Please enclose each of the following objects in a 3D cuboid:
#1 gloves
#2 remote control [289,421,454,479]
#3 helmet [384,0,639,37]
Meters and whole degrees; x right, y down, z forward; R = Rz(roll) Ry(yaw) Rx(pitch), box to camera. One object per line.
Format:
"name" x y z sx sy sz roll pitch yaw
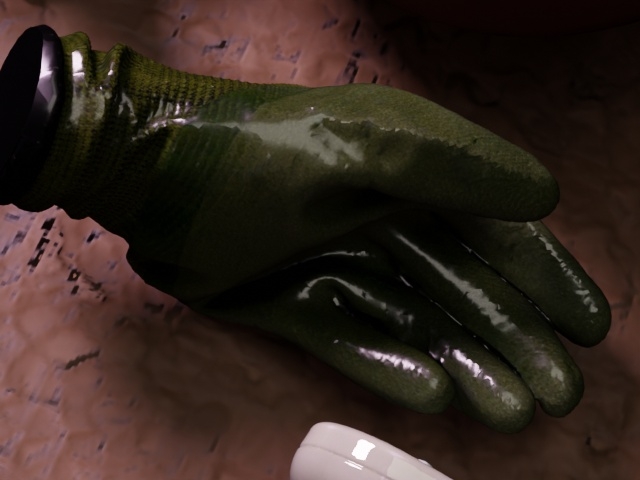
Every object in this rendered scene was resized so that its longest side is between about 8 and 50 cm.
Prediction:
"gloves" -0.003 -0.010 0.656 0.268 0.135 0.107 26 34 -14
"remote control" 0.086 0.137 0.626 0.221 0.078 0.042 31 74 2
"helmet" 0.088 -0.231 0.724 0.337 0.230 0.385 34 48 -6
